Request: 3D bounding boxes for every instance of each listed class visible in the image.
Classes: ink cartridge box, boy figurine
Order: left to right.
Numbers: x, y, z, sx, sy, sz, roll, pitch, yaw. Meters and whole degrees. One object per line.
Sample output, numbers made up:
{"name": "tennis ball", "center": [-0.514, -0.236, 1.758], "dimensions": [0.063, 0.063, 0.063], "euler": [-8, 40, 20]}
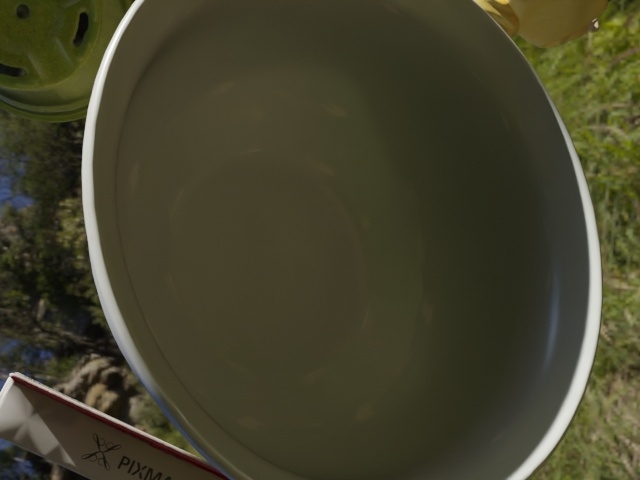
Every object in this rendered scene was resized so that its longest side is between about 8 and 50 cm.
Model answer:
{"name": "ink cartridge box", "center": [-0.190, 0.224, 0.888], "dimensions": [0.066, 0.296, 0.261], "euler": [-65, 12, -15]}
{"name": "boy figurine", "center": [0.272, -0.285, 0.991], "dimensions": [0.177, 0.285, 0.092], "euler": [39, -142, -54]}

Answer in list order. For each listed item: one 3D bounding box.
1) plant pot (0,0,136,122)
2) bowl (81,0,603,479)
{"name": "plant pot", "center": [-0.363, -0.281, 1.115], "dimensions": [0.254, 0.276, 0.276], "euler": [-133, 41, -75]}
{"name": "bowl", "center": [0.000, 0.000, 0.467], "dimensions": [0.297, 0.134, 0.298], "euler": [11, -111, -30]}
